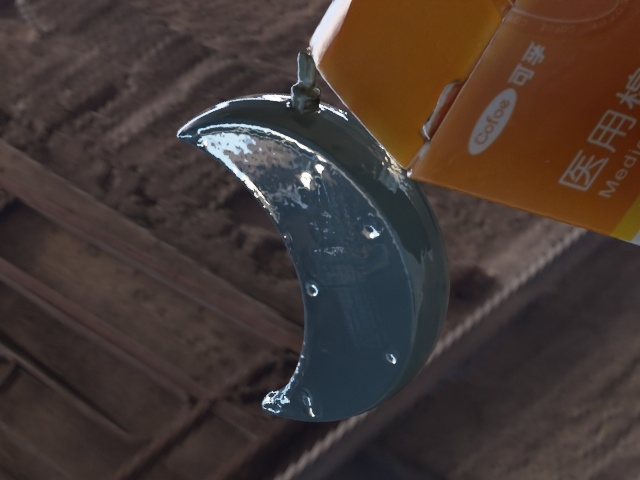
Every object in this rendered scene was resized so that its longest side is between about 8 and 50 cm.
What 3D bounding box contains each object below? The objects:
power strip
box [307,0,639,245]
[{"bbox_3d":[0.000,0.000,1.114,0.054,0.167,0.253,-38,-60,-50],"label":"power strip"},{"bbox_3d":[0.194,-0.122,0.968,0.341,0.143,0.225,15,-62,-35],"label":"box"}]
